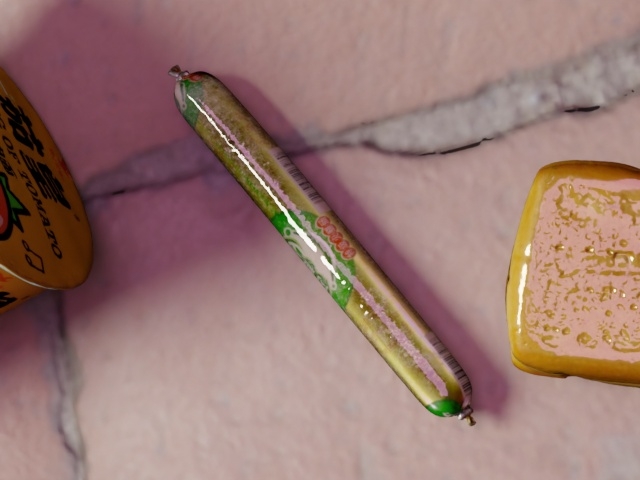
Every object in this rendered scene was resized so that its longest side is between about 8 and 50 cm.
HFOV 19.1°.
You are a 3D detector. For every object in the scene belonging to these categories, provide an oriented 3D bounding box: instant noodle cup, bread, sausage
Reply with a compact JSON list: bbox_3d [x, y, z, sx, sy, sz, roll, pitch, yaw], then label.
[{"bbox_3d":[-0.255,-0.019,1.042,0.172,0.216,0.216,-35,78,14],"label":"instant noodle cup"},{"bbox_3d":[0.199,0.023,1.011,0.200,0.077,0.116,5,83,9],"label":"bread"},{"bbox_3d":[0.000,0.000,1.072,0.033,0.033,0.269,-41,78,4],"label":"sausage"}]
